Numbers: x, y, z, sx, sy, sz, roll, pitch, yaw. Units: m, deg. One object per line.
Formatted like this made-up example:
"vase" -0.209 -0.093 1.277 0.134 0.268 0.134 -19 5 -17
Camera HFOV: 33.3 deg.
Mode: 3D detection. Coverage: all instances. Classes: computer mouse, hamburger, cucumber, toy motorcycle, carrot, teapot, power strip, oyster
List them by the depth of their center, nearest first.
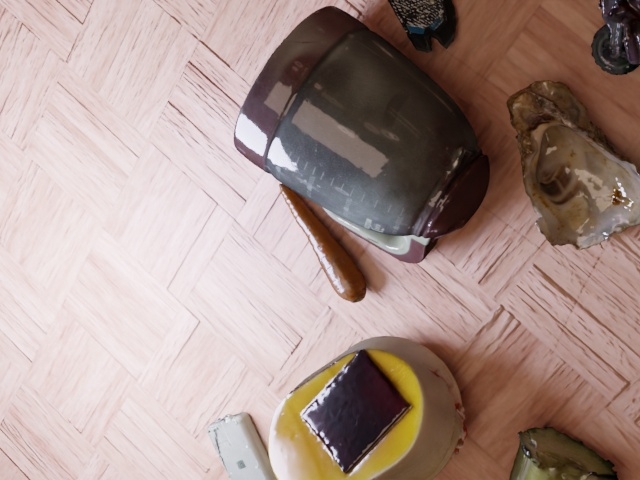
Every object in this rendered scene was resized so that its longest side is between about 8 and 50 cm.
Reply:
"toy motorcycle" 0.383 -0.290 1.244 0.122 0.082 0.213 23 125 35
"oyster" 0.316 -0.103 1.346 0.161 0.107 0.232 -30 108 30
"computer mouse" 0.135 -0.313 1.406 0.079 0.047 0.135 -13 110 28
"teapot" 0.066 -0.105 1.434 0.312 0.233 0.315 37 151 10
"cucumber" 0.311 0.420 1.511 0.145 0.105 0.325 11 114 0
"hamburger" 0.064 0.272 1.561 0.295 0.151 0.227 -35 67 22
"carrot" 0.000 0.000 1.597 0.048 0.048 0.216 -40 79 34
"power strip" -0.123 0.379 1.799 0.081 0.035 0.192 -24 93 36
